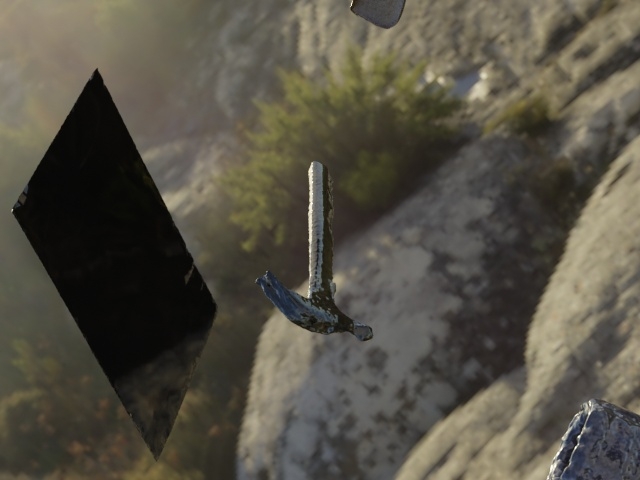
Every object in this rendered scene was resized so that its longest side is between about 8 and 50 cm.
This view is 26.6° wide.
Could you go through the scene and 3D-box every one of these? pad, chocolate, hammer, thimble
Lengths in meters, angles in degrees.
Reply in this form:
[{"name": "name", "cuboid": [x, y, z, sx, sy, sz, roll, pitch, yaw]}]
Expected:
[{"name": "pad", "cuboid": [-0.139, 0.019, 0.971, 0.004, 0.243, 0.163, -6, 38, 22]}, {"name": "chocolate", "cuboid": [0.072, -0.278, 1.460, 0.031, 0.064, 0.101, -48, -21, -40]}, {"name": "hammer", "cuboid": [0.000, 0.001, 1.421, 0.297, 0.125, 0.027, -87, 23, -57]}, {"name": "thimble", "cuboid": [0.351, 0.275, 1.684, 0.150, 0.098, 0.150, -64, -3, -6]}]
